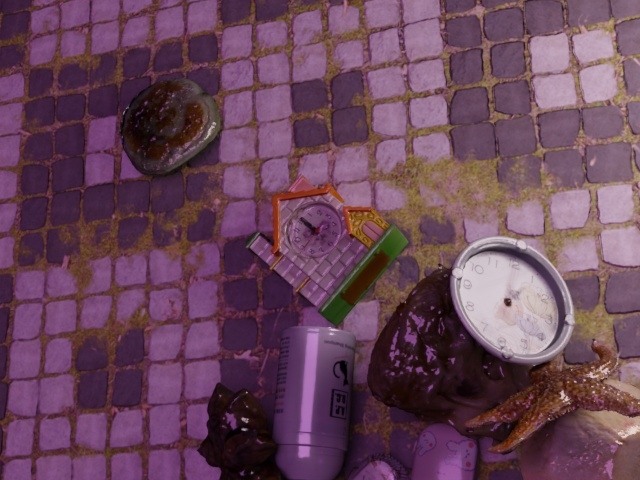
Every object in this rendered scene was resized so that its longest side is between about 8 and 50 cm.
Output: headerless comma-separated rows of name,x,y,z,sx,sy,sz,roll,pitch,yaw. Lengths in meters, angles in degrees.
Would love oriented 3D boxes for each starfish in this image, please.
starfish,0.362,0.238,1.560,0.302,0.299,0.060,-24,106,-14

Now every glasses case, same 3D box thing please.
glasses case,0.211,0.469,1.741,0.113,0.075,0.297,2,73,22

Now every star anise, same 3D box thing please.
star anise,-0.149,0.408,1.816,0.108,0.315,0.315,-7,65,-27

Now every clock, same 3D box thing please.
clock,0.314,0.105,1.671,0.236,0.053,0.236,11,57,-17
clock,0.000,0.000,1.947,0.255,0.106,0.220,39,88,25

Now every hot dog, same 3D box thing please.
hot dog,0.078,0.469,1.798,0.191,0.059,0.108,-46,56,6

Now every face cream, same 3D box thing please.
face cream,-0.015,0.351,1.820,0.145,0.145,0.370,-2,73,18

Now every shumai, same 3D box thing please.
shumai,0.266,0.206,1.712,0.346,0.217,0.283,-34,58,-18

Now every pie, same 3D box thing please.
pie,-0.334,-0.247,2.171,0.240,0.054,0.240,-7,69,18

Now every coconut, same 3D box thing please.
coconut,0.453,0.353,1.623,0.259,0.259,0.259,-6,71,17
